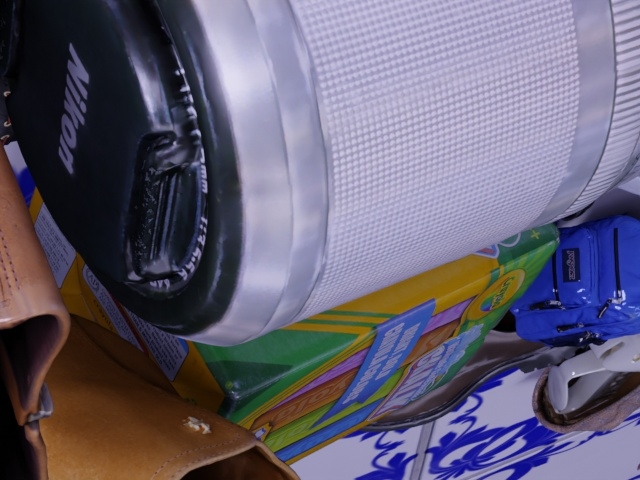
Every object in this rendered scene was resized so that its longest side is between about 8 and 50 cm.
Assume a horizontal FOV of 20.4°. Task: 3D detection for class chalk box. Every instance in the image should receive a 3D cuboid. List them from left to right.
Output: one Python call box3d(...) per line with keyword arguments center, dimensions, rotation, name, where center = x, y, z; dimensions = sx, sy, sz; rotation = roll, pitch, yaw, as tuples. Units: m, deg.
box3d(center=(0.000, 0.000, 1.000), dimensions=(0.289, 0.180, 0.179), rotation=(-25, 161, -31), name="chalk box")

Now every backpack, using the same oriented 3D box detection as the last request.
box3d(center=(0.210, 0.032, 1.373), dimensions=(0.120, 0.098, 0.101), rotation=(-8, 170, 29), name="backpack")

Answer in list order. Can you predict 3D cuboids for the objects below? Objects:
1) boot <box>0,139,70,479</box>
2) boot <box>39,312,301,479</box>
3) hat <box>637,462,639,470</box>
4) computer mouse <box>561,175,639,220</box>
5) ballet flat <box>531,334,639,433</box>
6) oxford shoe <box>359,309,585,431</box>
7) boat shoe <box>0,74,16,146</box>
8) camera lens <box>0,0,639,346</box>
box3d(center=(-0.144, -0.026, 0.678), dimensions=(0.096, 0.280, 0.264), rotation=(-15, 156, -22), name="boot")
box3d(center=(-0.147, 0.065, 0.754), dimensions=(0.295, 0.211, 0.104), rotation=(17, 95, -56), name="boot")
box3d(center=(0.323, 0.073, 1.481), dimensions=(0.173, 0.184, 0.208), rotation=(-19, 169, 2), name="hat")
box3d(center=(0.267, -0.055, 1.361), dimensions=(0.193, 0.042, 0.106), rotation=(-8, 151, -36), name="computer mouse")
box3d(center=(0.285, 0.106, 1.665), dimensions=(0.106, 0.108, 0.316), rotation=(-7, 151, -22), name="ballet flat")
box3d(center=(0.108, 0.083, 1.478), dimensions=(0.227, 0.083, 0.096), rotation=(-28, 141, 2), name="oxford shoe")
box3d(center=(-0.155, -0.082, 0.851), dimensions=(0.042, 0.049, 0.133), rotation=(-28, 164, -15), name="boat shoe")
box3d(center=(0.014, -0.091, 0.763), dimensions=(0.274, 0.219, 0.219), rotation=(-20, 158, -28), name="camera lens")
